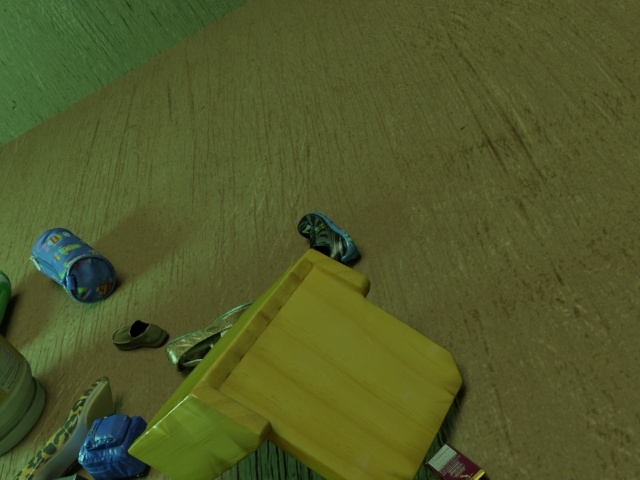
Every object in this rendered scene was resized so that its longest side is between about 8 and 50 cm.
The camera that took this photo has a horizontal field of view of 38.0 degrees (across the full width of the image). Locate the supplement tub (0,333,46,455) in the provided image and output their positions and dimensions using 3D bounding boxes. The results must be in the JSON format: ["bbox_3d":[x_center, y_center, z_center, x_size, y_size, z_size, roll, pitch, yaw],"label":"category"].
[{"bbox_3d":[-0.739,0.267,1.868,0.241,0.331,0.241,-23,33,17],"label":"supplement tub"}]

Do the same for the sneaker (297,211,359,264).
[{"bbox_3d":[0.000,0.000,1.798,0.078,0.067,0.188,-35,34,-13],"label":"sneaker"}]

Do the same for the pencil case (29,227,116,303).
[{"bbox_3d":[-0.599,0.057,2.223,0.133,0.119,0.306,-16,21,-29],"label":"pencil case"}]

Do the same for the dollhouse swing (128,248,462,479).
[{"bbox_3d":[-0.025,0.245,1.384,0.315,0.305,0.347,-44,6,44],"label":"dollhouse swing"}]

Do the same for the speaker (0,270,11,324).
[{"bbox_3d":[-0.837,0.192,2.258,0.131,0.131,0.296,-27,32,12],"label":"speaker"}]

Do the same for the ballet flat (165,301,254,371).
[{"bbox_3d":[-0.194,0.188,1.743,0.206,0.073,0.067,-29,59,13],"label":"ballet flat"}]

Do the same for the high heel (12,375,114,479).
[{"bbox_3d":[-0.489,0.371,1.724,0.186,0.093,0.261,-16,41,24],"label":"high heel"}]

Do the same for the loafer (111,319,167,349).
[{"bbox_3d":[-0.378,0.189,1.908,0.148,0.050,0.056,-9,39,35],"label":"loafer"}]

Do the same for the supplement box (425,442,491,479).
[{"bbox_3d":[0.186,0.312,1.216,0.043,0.055,0.083,-42,31,-12],"label":"supplement box"}]

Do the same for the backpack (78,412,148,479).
[{"bbox_3d":[-0.364,0.357,1.623,0.120,0.101,0.098,-21,27,28],"label":"backpack"}]
